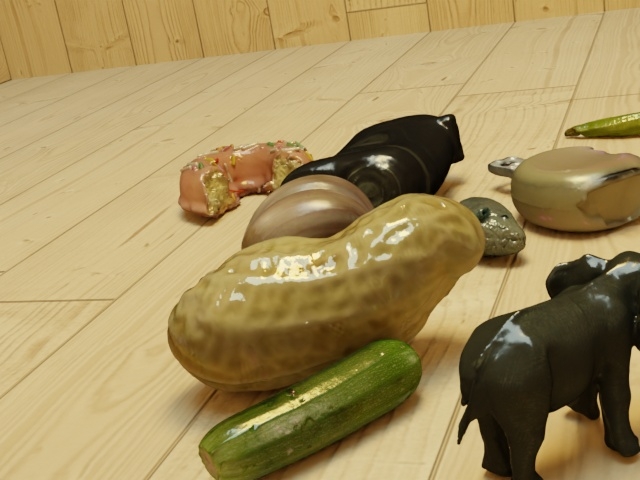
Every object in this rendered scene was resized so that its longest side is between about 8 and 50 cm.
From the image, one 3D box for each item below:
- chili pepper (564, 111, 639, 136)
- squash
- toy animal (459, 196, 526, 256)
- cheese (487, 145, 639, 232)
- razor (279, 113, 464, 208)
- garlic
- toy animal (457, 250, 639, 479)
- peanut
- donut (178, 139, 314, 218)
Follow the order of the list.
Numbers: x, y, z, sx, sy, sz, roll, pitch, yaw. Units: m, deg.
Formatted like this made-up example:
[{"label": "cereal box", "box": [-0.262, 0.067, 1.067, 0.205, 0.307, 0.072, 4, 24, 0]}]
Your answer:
[{"label": "chili pepper", "box": [0.496, -0.188, 1.613, 0.208, 0.043, 0.049, -5, 32, 16]}, {"label": "squash", "box": [-0.001, 0.147, 0.877, 0.228, 0.066, 0.066, -22, 23, -30]}, {"label": "toy animal", "box": [0.173, -0.025, 1.280, 0.079, 0.070, 0.253, -1, 9, -30]}, {"label": "cheese", "box": [0.315, -0.083, 1.345, 0.163, 0.082, 0.286, -14, 19, -14]}, {"label": "razor", "box": [0.080, -0.092, 1.416, 0.204, 0.114, 0.349, -12, 12, 24]}, {"label": "garlic", "box": [0.000, 0.000, 1.148, 0.191, 0.160, 0.214, -3, 23, 4]}, {"label": "toy animal", "box": [0.209, 0.097, 0.785, 0.245, 0.146, 0.114, -25, 23, -39]}, {"label": "peanut", "box": [0.008, 0.050, 0.984, 0.325, 0.140, 0.153, -25, 46, -2]}, {"label": "donut", "box": [-0.120, -0.106, 1.620, 0.232, 0.085, 0.199, -13, 18, -15]}]
